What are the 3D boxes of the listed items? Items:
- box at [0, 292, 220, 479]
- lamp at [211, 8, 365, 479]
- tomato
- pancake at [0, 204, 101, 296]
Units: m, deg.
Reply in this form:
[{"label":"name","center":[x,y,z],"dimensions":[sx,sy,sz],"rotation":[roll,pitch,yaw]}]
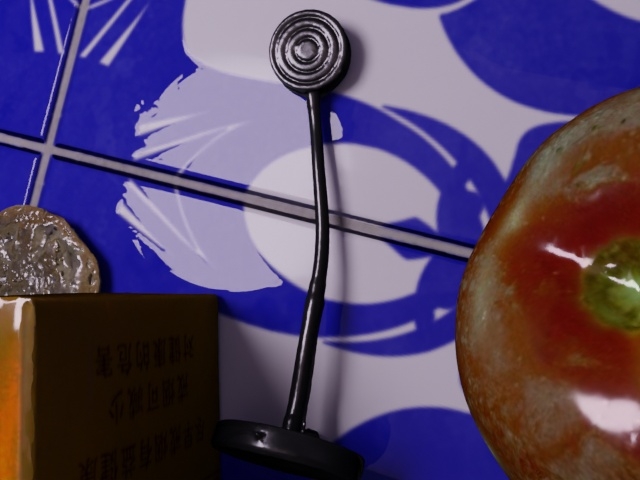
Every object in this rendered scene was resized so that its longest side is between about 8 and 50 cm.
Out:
[{"label":"box","center":[-0.164,0.243,0.500],"dimensions":[0.115,0.264,0.415],"rotation":[-2,86,14]},{"label":"lamp","center":[-0.011,0.000,0.554],"dimensions":[0.130,0.108,0.371],"rotation":[7,88,17]},{"label":"tomato","center":[0.221,0.049,0.420],"dimensions":[0.270,0.222,0.270],"rotation":[-24,57,43]},{"label":"pancake","center":[-0.262,0.044,0.664],"dimensions":[0.151,0.025,0.152],"rotation":[-1,85,15]}]
